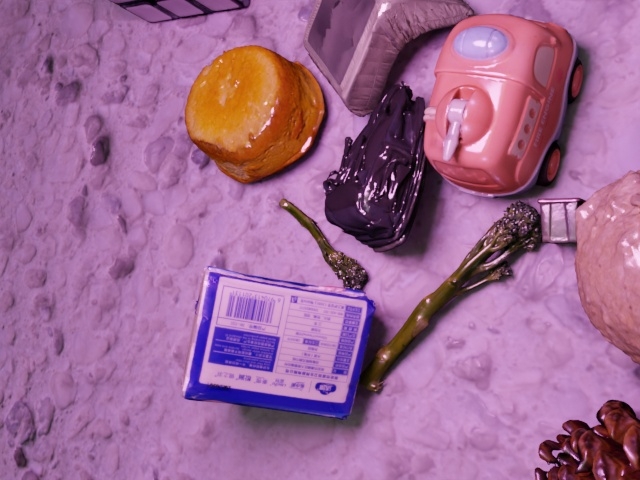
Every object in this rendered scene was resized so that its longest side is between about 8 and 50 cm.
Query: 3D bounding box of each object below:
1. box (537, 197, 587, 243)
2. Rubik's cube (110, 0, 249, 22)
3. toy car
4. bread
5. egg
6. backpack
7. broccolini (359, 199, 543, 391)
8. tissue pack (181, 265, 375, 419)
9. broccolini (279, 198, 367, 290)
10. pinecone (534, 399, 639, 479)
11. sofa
[{"bbox_3d":[0.343,-0.026,0.952,0.060,0.084,0.063,1,88,32],"label":"box"},{"bbox_3d":[-0.324,-0.644,1.347,0.300,0.303,0.306,6,84,33],"label":"Rubik's cube"},{"bbox_3d":[0.245,-0.202,0.964,0.180,0.212,0.271,17,91,33],"label":"toy car"},{"bbox_3d":[-0.124,-0.238,1.247,0.268,0.145,0.269,-8,74,30],"label":"bread"},{"bbox_3d":[0.439,0.035,0.774,0.310,0.279,0.279,16,91,48],"label":"egg"},{"bbox_3d":[0.097,-0.122,1.071,0.258,0.133,0.206,-69,15,-10],"label":"backpack"},{"bbox_3d":[0.201,0.100,1.046,0.074,0.078,0.392,45,113,19],"label":"broccolini"},{"bbox_3d":[-0.069,0.156,1.066,0.137,0.269,0.209,-123,43,-74],"label":"tissue pack"},{"bbox_3d":[0.000,0.000,1.188,0.239,0.054,0.051,49,122,31],"label":"broccolini"},{"bbox_3d":[0.390,0.292,0.795,0.272,0.224,0.224,-42,60,47],"label":"pinecone"},{"bbox_3d":[0.100,-0.357,1.151,0.210,0.175,0.226,58,140,35],"label":"sofa"}]
